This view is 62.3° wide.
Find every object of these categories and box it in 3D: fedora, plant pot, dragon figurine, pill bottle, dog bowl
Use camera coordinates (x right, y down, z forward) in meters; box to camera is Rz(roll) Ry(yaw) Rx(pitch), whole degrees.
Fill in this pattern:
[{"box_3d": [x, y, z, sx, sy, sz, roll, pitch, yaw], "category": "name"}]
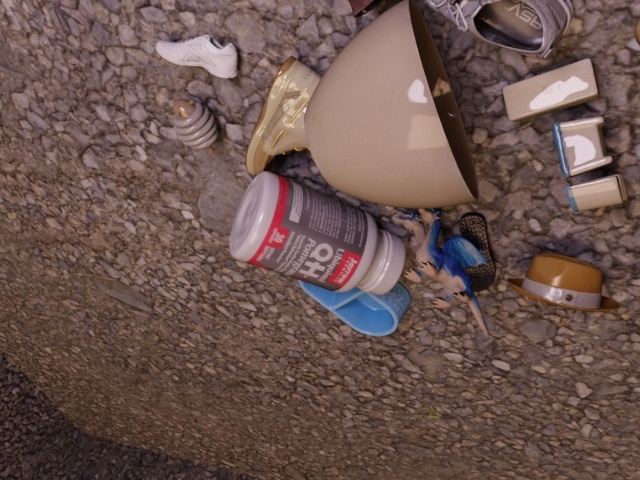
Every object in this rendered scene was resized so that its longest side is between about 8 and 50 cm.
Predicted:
[{"box_3d": [0.446, 0.071, 0.968, 0.194, 0.194, 0.079, 11, 100, 15], "category": "fedora"}, {"box_3d": [0.089, -0.165, 0.756, 0.191, 0.284, 0.284, -17, 124, 22], "category": "plant pot"}, {"box_3d": [0.253, 0.049, 1.007, 0.289, 0.144, 0.085, 41, 145, -4], "category": "dragon figurine"}, {"box_3d": [0.000, 0.000, 1.033, 0.319, 0.176, 0.176, 20, 141, -22], "category": "pill bottle"}, {"box_3d": [0.071, 0.114, 1.220, 0.297, 0.074, 0.166, 39, 136, -13], "category": "dog bowl"}]

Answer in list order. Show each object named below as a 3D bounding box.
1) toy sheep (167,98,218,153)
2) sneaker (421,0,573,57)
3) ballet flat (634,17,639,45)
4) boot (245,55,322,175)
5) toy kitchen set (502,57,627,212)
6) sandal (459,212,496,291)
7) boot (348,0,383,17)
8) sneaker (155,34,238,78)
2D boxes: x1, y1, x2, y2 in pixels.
[{"box_3d": [-0.244, -0.221, 1.034, 0.091, 0.091, 0.132, -3, 144, 28], "category": "toy sheep"}, {"box_3d": [0.197, -0.330, 0.687, 0.281, 0.115, 0.105, 25, 137, 4], "category": "sneaker"}, {"box_3d": [0.512, -0.221, 0.679, 0.232, 0.073, 0.080, 24, 138, 1], "category": "ballet flat"}, {"box_3d": [-0.015, -0.178, 0.962, 0.203, 0.095, 0.262, 27, 135, -4], "category": "boot"}, {"box_3d": [0.384, -0.148, 0.823, 0.122, 0.166, 0.207, -12, 89, 33], "category": "toy kitchen set"}, {"box_3d": [0.311, 0.022, 1.048, 0.067, 0.040, 0.179, -2, 116, 20], "category": "sandal"}, {"box_3d": [0.072, -0.423, 0.636, 0.248, 0.090, 0.206, -25, 95, 56], "category": "boot"}, {"box_3d": [-0.215, -0.337, 0.934, 0.152, 0.053, 0.061, 15, 128, 3], "category": "sneaker"}]
